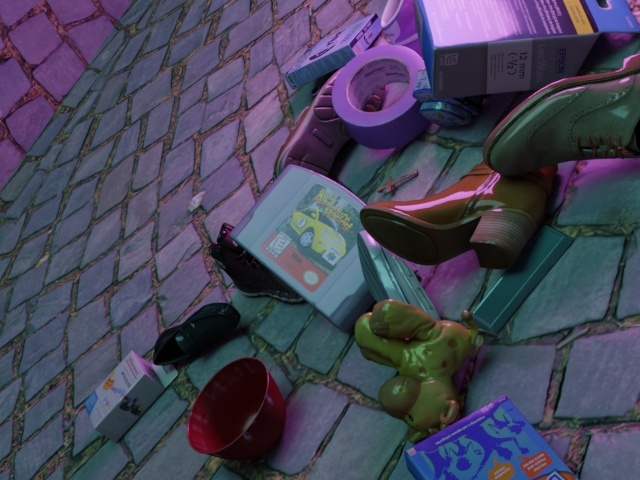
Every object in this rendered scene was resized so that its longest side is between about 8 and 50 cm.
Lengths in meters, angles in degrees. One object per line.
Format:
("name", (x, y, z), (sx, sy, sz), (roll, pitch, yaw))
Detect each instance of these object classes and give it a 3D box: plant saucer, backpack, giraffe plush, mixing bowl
("plant saucer", (0.301, 0.057, 1.851), (0.192, 0.018, 0.067), (-51, 32, -2))
("backpack", (0.222, -0.254, 2.184), (0.105, 0.114, 0.084), (3, 71, 50))
("giraffe plush", (0.146, 0.201, 1.784), (0.210, 0.181, 0.170), (5, 64, 11))
("mixing bowl", (-0.124, 0.296, 2.030), (0.181, 0.098, 0.181), (-31, 35, 25))

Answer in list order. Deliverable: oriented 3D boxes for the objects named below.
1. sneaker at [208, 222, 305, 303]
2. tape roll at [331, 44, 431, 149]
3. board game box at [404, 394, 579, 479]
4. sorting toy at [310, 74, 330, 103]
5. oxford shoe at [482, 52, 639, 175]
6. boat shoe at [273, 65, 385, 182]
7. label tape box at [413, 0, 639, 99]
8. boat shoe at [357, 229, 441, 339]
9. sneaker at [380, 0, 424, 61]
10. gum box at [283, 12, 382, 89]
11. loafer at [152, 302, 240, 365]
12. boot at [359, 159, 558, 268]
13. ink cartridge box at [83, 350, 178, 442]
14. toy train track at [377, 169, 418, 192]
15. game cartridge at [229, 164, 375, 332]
("sneaker", (-0.108, 0.033, 2.230), (0.281, 0.162, 0.106), (-7, 50, 47))
("tape roll", (0.122, -0.270, 2.298), (0.189, 0.080, 0.189), (-13, 55, 19))
("board game box", (0.227, 0.311, 1.542), (0.160, 0.047, 0.210), (-28, 46, -13))
("sorting toy", (0.008, -0.317, 2.577), (0.102, 0.042, 0.061), (8, 62, 53))
("oxford shoe", (0.411, -0.172, 1.823), (0.348, 0.123, 0.130), (-26, 48, 12))
("boat shoe", (0.005, -0.226, 2.417), (0.324, 0.123, 0.116), (-51, 16, -17))
("label tape box", (0.348, -0.367, 2.121), (0.348, 0.115, 0.249), (-4, 40, -2))
("boat shoe", (0.126, 0.071, 1.974), (0.076, 0.083, 0.226), (-13, 54, -14))
("sneaker", (0.240, -0.480, 2.364), (0.282, 0.161, 0.102), (-45, 31, 4))
("gum box", (0.029, -0.402, 2.602), (0.184, 0.041, 0.157), (-20, 23, 36))
("loafer", (-0.235, 0.182, 2.303), (0.223, 0.076, 0.078), (-29, 24, 39))
("boot", (0.223, -0.070, 1.942), (0.283, 0.109, 0.220), (6, 48, 33))
("ink cartridge box", (-0.368, 0.287, 2.367), (0.181, 0.061, 0.104), (-47, 32, 1))
("toy train track", (0.142, -0.105, 2.220), (0.083, 0.014, 0.048), (-26, 31, 23))
("game cartridge", (0.000, 0.000, 2.118), (0.294, 0.060, 0.196), (38, 83, 29))
